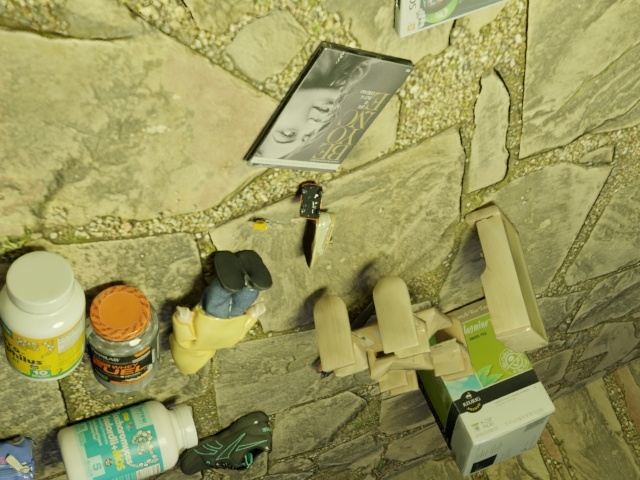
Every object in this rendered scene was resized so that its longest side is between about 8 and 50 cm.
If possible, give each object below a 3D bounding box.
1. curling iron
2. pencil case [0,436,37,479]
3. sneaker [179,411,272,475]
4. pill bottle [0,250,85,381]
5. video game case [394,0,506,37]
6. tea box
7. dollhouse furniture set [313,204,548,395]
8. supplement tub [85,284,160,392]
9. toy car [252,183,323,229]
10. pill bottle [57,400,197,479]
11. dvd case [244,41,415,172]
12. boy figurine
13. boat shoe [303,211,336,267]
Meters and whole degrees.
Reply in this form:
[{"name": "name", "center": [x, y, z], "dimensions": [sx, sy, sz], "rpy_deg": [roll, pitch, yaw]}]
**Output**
[{"name": "curling iron", "center": [0.059, 0.219, 1.822], "dimensions": [0.068, 0.035, 0.274], "rpy_deg": [-28, 155, -46]}, {"name": "pencil case", "center": [-0.666, 0.423, 1.470], "dimensions": [0.133, 0.120, 0.306], "rpy_deg": [-17, 162, 38]}, {"name": "sneaker", "center": [-0.235, 0.528, 2.016], "dimensions": [0.267, 0.106, 0.101], "rpy_deg": [-32, 152, 14]}, {"name": "pill bottle", "center": [-0.400, 0.109, 1.172], "dimensions": [0.117, 0.118, 0.208], "rpy_deg": [-12, 149, -24]}, {"name": "video game case", "center": [0.183, -0.344, 0.997], "dimensions": [0.190, 0.022, 0.173], "rpy_deg": [-21, 151, -9]}, {"name": "tea box", "center": [0.393, 0.371, 2.036], "dimensions": [0.219, 0.324, 0.329], "rpy_deg": [-22, 152, -7]}, {"name": "dollhouse furniture set", "center": [0.224, 0.128, 1.655], "dimensions": [0.394, 0.257, 0.362], "rpy_deg": [-19, 155, 21]}, {"name": "supplement tub", "center": [-0.321, 0.160, 1.321], "dimensions": [0.117, 0.117, 0.190], "rpy_deg": [-16, 150, -19]}, {"name": "toy car", "center": [-0.051, -0.057, 1.286], "dimensions": [0.122, 0.060, 0.040], "rpy_deg": [-11, -164, 5]}, {"name": "pill bottle", "center": [-0.391, 0.417, 1.661], "dimensions": [0.264, 0.146, 0.146], "rpy_deg": [-16, 150, -20]}, {"name": "dvd case", "center": [0.011, -0.177, 1.139], "dimensions": [0.164, 0.018, 0.221], "rpy_deg": [0, 142, -40]}, {"name": "boy figurine", "center": [-0.182, 0.136, 1.423], "dimensions": [0.177, 0.092, 0.285], "rpy_deg": [-4, 145, -36]}, {"name": "boat shoe", "center": [0.000, 0.000, 1.388], "dimensions": [0.045, 0.050, 0.135], "rpy_deg": [-10, 148, -17]}]
